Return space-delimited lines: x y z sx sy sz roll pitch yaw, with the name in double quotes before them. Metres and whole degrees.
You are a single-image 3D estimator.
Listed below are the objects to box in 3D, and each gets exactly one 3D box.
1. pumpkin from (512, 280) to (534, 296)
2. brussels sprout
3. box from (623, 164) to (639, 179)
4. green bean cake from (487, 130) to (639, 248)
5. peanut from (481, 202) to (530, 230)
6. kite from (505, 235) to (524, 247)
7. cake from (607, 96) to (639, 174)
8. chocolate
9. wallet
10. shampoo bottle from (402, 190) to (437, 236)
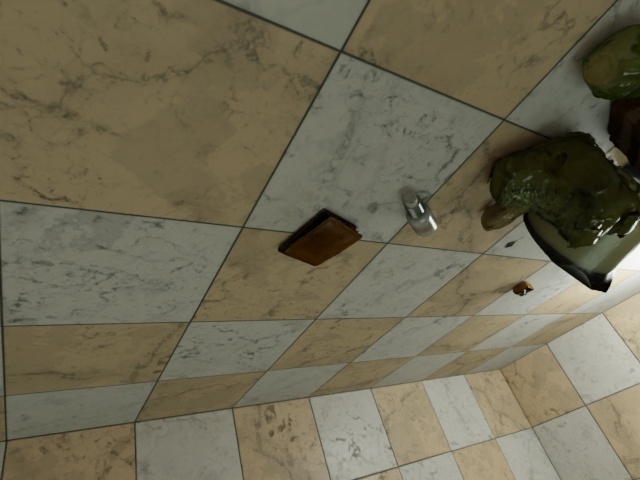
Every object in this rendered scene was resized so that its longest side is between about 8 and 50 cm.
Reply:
"pumpkin" 0.992 0.242 1.994 0.074 0.053 0.083 17 137 -36
"brussels sprout" 0.667 -0.382 0.878 0.181 0.143 0.162 -10 -178 -35
"box" 1.062 -0.225 1.336 0.074 0.099 0.054 9 122 -36
"green bean cake" 0.625 -0.130 1.054 0.285 0.309 0.202 -21 148 -2
"peanut" 0.594 -0.102 1.270 0.100 0.099 0.214 8 137 -35
"kite" 0.750 0.006 1.583 0.044 0.002 0.078 1 142 -28
"cake" 0.908 -0.262 1.029 0.199 0.293 0.196 -26 146 17
"chocolate" 0.855 -0.059 1.258 0.297 0.326 0.314 -50 180 40
"wallet" 0.000 -0.002 1.165 0.195 0.042 0.161 -36 139 26
"shampoo bottle" 0.278 -0.078 1.164 0.074 0.074 0.192 -30 143 15
